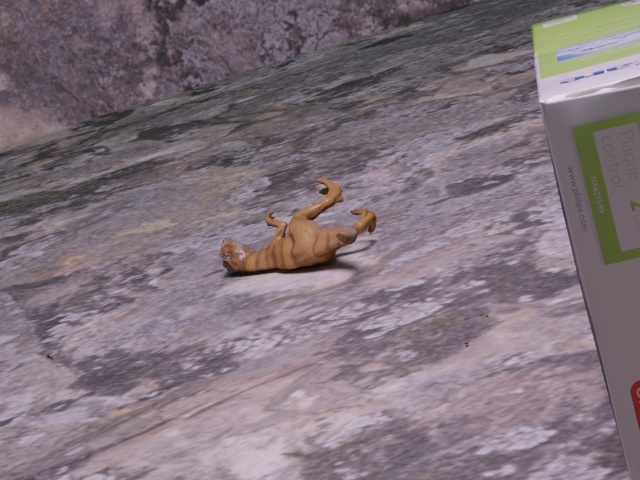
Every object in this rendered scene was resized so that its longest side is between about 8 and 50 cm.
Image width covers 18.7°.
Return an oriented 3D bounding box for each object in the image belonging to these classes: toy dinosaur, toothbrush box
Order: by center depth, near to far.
[{"bbox_3d":[0.191,-0.013,1.026,0.122,0.206,0.283,-14,12,7],"label":"toothbrush box"},{"bbox_3d":[0.000,0.000,1.614,0.211,0.064,0.112,-15,26,53],"label":"toy dinosaur"}]
